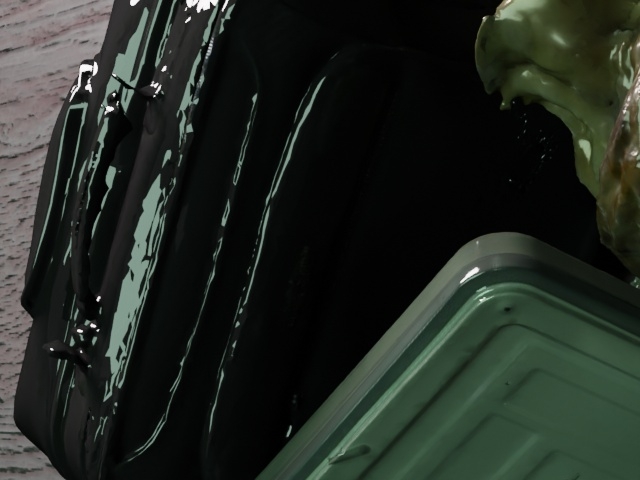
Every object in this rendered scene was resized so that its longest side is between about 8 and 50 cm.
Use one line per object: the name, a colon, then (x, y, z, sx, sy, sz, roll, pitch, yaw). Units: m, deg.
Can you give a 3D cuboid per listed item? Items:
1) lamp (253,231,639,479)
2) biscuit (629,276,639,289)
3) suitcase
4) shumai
lamp: (0.123, 0.133, 0.984, 0.266, 0.269, 0.047, -52, 23, 34)
biscuit: (0.223, 0.048, 1.042, 0.141, 0.038, 0.290, 37, 112, 43)
suitcase: (0.000, 0.000, 1.095, 0.188, 0.339, 0.345, 37, 115, 53)
shumai: (0.178, -0.083, 0.958, 0.153, 0.161, 0.210, 23, 124, 36)
